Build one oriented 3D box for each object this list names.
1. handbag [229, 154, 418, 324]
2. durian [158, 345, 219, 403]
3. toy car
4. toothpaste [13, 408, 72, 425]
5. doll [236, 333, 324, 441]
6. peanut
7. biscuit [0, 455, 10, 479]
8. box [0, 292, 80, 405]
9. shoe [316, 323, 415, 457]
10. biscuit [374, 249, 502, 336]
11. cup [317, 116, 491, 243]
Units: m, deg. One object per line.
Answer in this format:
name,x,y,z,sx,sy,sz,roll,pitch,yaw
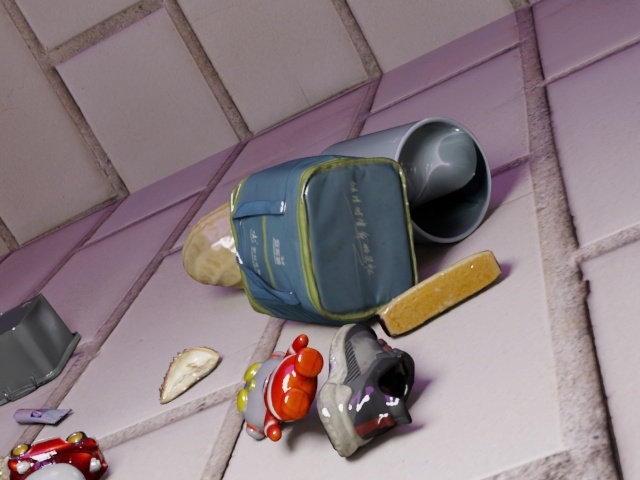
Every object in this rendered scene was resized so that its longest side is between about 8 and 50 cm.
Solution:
handbag,0.000,0.000,1.648,0.222,0.263,0.241,-8,2,-29
durian,-0.222,0.224,1.758,0.130,0.052,0.066,-39,57,-23
toy car,-0.373,0.346,1.515,0.139,0.112,0.112,-22,30,-10
toothpaste,-0.514,0.321,1.939,0.170,0.028,0.045,-9,18,45
doll,-0.056,0.197,1.398,0.245,0.076,0.142,-29,39,67
peanut,-0.101,-0.016,2.006,0.340,0.174,0.158,-30,-1,9
biscuit,-0.528,0.404,1.630,0.082,0.070,0.168,-18,21,45
box,-0.625,0.221,2.236,0.163,0.135,0.243,-26,17,10
shoe,0.068,0.176,1.315,0.112,0.099,0.227,-15,24,20
biscuit,0.168,0.075,1.520,0.188,0.052,0.056,-29,0,-2
cup,0.120,-0.092,1.836,0.205,0.205,0.312,-37,17,-28
